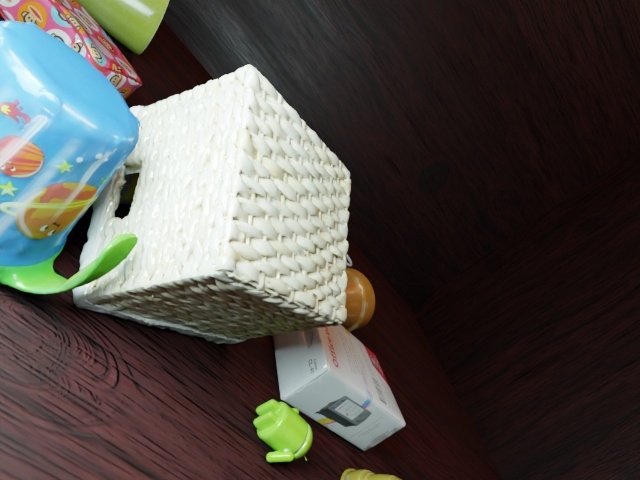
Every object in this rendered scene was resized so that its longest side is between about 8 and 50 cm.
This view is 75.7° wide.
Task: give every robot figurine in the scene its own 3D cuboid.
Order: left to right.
[{"bbox_3d":[-0.059,0.319,0.690,0.115,0.067,0.101,49,17,-20],"label":"robot figurine"}]

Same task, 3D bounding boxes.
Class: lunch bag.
[{"bbox_3d":[-0.568,-0.466,0.970,0.293,0.120,0.258,51,10,-3],"label":"lunch bag"}]

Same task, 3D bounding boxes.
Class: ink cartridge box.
[{"bbox_3d":[0.038,0.312,0.960,0.306,0.131,0.226,44,14,-31],"label":"ink cartridge box"}]

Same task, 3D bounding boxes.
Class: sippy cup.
[{"bbox_3d":[-0.342,-0.107,0.463,0.305,0.224,0.240,44,13,-37],"label":"sippy cup"}]

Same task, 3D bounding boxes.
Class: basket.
[{"bbox_3d":[-0.132,-0.024,0.659,0.331,0.267,0.327,37,49,-53],"label":"basket"}]

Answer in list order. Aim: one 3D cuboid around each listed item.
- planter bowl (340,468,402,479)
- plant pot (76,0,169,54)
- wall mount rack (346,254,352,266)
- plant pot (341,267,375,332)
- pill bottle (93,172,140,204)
[{"bbox_3d":[0.138,0.526,0.788,0.217,0.090,0.217,50,10,-12],"label":"planter bowl"},{"bbox_3d":[-0.685,-0.814,1.341,0.294,0.274,0.274,22,28,-40],"label":"plant pot"},{"bbox_3d":[0.000,0.000,1.880,0.350,0.131,0.304,53,14,1],"label":"wall mount rack"},{"bbox_3d":[0.030,0.184,1.231,0.188,0.205,0.205,5,46,-56],"label":"plant pot"},{"bbox_3d":[-0.357,-0.122,0.738,0.119,0.119,0.208,53,10,2],"label":"pill bottle"}]
